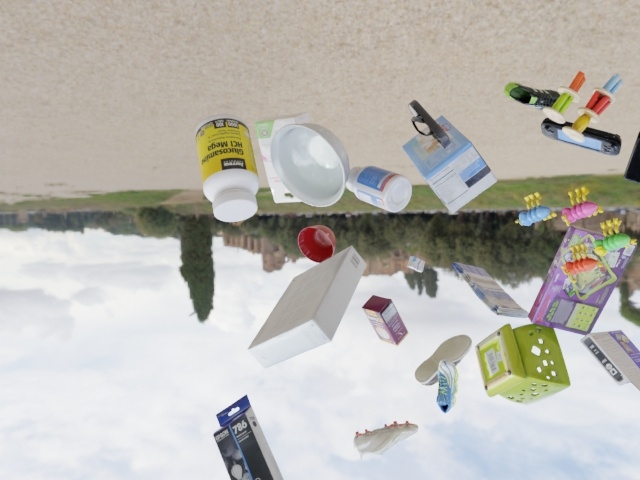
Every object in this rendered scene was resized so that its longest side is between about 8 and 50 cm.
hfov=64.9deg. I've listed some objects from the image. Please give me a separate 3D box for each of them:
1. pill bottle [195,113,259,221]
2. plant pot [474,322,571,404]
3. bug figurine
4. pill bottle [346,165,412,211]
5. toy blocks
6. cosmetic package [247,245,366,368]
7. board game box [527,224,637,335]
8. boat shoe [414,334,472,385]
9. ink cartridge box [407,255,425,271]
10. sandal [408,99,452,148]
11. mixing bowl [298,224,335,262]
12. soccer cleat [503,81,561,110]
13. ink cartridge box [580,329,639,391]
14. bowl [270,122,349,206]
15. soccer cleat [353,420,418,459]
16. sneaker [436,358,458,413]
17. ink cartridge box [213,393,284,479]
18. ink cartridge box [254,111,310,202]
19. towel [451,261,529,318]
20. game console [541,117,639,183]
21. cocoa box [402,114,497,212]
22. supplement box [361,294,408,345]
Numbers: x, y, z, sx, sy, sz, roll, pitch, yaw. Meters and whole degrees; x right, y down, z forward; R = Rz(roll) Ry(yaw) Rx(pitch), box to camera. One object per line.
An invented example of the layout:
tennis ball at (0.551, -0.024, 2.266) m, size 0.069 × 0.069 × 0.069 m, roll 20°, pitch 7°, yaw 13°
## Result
pill bottle at (-0.308, -0.241, 1.689) m, size 0.187 × 0.334 × 0.188 m, roll -12°, pitch 156°, yaw -6°
plant pot at (0.669, 0.417, 1.718) m, size 0.207 × 0.228 × 0.227 m, roll 8°, pitch 144°, yaw -17°
bug figurine at (0.648, -0.016, 1.287) m, size 0.072 × 0.279 × 0.216 m, roll -50°, pitch -172°, yaw -34°
pill bottle at (0.187, -0.182, 1.680) m, size 0.124 × 0.125 × 0.221 m, roll -5°, pitch -158°, yaw -37°
toy blocks at (0.550, -0.299, 1.045) m, size 0.123 × 0.148 × 0.054 m, roll 33°, pitch -172°, yaw -23°
cosmetic package at (-0.033, 0.202, 1.573) m, size 0.284 × 0.097 × 0.377 m, roll -28°, pitch -162°, yaw 35°
board game box at (0.840, 0.136, 1.631) m, size 0.208 × 0.347 × 0.056 m, roll 13°, pitch -158°, yaw -7°
boat shoe at (0.598, 0.577, 2.411) m, size 0.097 × 0.324 × 0.117 m, roll 45°, pitch -175°, yaw -44°
ink cartridge box at (0.415, 0.103, 2.150) m, size 0.083 × 0.048 × 0.028 m, roll 24°, pitch 168°, yaw -28°
sandal at (0.308, -0.345, 1.497) m, size 0.054 × 0.097 × 0.255 m, roll -38°, pitch -147°, yaw 14°
mixing bowl at (0.000, 0.000, 2.262) m, size 0.181 × 0.182 × 0.098 m, roll 2°, pitch -151°, yaw 32°
soccer cleat at (0.590, -0.387, 1.378) m, size 0.178 × 0.060 × 0.072 m, roll 15°, pitch -147°, yaw 1°
ink cartridge box at (0.867, 0.350, 1.426) m, size 0.206 × 0.045 × 0.208 m, roll 4°, pitch -139°, yaw -37°
bowl at (-0.011, -0.272, 1.677) m, size 0.297 × 0.298 × 0.134 m, roll 3°, pitch -144°, yaw 41°
soccer cleat at (0.188, 0.567, 1.436) m, size 0.196 × 0.076 × 0.068 m, roll -10°, pitch 173°, yaw -10°
sneaker at (0.550, 0.644, 2.192) m, size 0.091 × 0.240 × 0.126 m, roll -2°, pitch -162°, yaw 26°
ink cartridge box at (-0.263, 0.722, 1.739) m, size 0.165 × 0.333 × 0.065 m, roll -38°, pitch 154°, yaw 16°
ink cartridge box at (-0.128, -0.346, 2.133) m, size 0.207 × 0.354 × 0.119 m, roll 0°, pitch -157°, yaw 29°
towel at (0.640, 0.185, 1.902) m, size 0.209 × 0.034 × 0.285 m, roll 12°, pitch -151°, yaw -34°
game console at (0.750, -0.235, 1.295) m, size 0.361 × 0.044 × 0.213 m, roll 27°, pitch 171°, yaw 30°
cocoa box at (0.532, -0.329, 2.124) m, size 0.231 × 0.228 × 0.347 m, roll -38°, pitch -151°, yaw 14°
supplement box at (0.255, 0.314, 1.979) m, size 0.081 × 0.188 × 0.104 m, roll -44°, pitch -151°, yaw -26°
